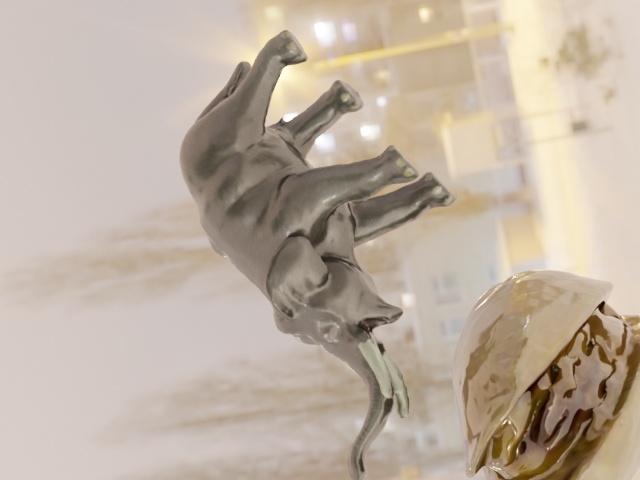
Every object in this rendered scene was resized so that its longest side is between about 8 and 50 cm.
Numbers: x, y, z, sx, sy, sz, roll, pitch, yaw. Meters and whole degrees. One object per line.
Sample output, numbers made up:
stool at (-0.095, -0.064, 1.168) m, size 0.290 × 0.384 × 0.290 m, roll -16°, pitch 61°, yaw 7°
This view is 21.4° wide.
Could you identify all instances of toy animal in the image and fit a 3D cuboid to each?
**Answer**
toy animal at (0.009, -0.004, 1.008) m, size 0.269 × 0.137 × 0.082 m, roll 58°, pitch -169°, yaw 26°

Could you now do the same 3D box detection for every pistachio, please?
pistachio at (0.130, 0.089, 0.966) m, size 0.129 × 0.131 × 0.206 m, roll 38°, pitch -158°, yaw 4°
